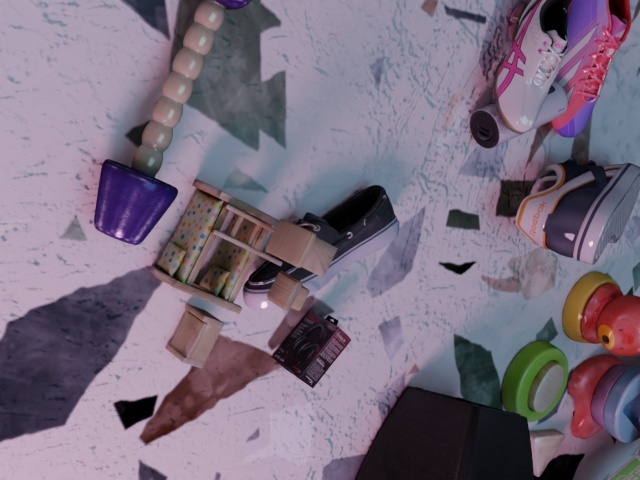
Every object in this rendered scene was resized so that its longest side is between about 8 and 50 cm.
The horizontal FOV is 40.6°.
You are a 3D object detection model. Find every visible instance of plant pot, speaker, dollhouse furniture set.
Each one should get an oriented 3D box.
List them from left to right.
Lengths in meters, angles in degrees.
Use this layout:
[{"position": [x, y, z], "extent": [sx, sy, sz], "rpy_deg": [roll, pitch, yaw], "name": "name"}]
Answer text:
[{"position": [-0.099, 0.050, 0.877], "extent": [0.101, 0.161, 0.182], "rpy_deg": [27, 88, -41], "name": "dollhouse furniture set"}, {"position": [0.184, 0.301, 1.186], "extent": [0.188, 0.187, 0.167], "rpy_deg": [22, 81, -40], "name": "plant pot"}, {"position": [0.263, -0.168, 1.149], "extent": [0.136, 0.055, 0.055], "rpy_deg": [-25, 120, -28], "name": "speaker"}]

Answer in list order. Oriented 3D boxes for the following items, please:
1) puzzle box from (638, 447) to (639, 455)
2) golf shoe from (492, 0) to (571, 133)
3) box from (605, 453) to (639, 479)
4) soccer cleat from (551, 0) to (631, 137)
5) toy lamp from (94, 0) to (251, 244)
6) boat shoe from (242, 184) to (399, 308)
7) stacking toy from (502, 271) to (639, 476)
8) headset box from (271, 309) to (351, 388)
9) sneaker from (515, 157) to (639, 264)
[{"position": [0.676, 0.282, 1.562], "extent": [0.408, 0.052, 0.272], "rpy_deg": [-23, 124, -47], "name": "puzzle box"}, {"position": [0.267, -0.227, 1.082], "extent": [0.067, 0.086, 0.186], "rpy_deg": [15, 80, -22], "name": "golf shoe"}, {"position": [0.491, 0.518, 1.381], "extent": [0.262, 0.127, 0.231], "rpy_deg": [-42, 118, 3], "name": "box"}, {"position": [0.369, -0.258, 1.171], "extent": [0.083, 0.095, 0.248], "rpy_deg": [-4, 108, -37], "name": "soccer cleat"}, {"position": [-0.144, -0.129, 0.831], "extent": [0.080, 0.080, 0.275], "rpy_deg": [20, 94, -41], "name": "toy lamp"}, {"position": [0.000, 0.000, 0.993], "extent": [0.228, 0.080, 0.076], "rpy_deg": [-27, 115, -29], "name": "boat shoe"}, {"position": [0.445, 0.243, 1.392], "extent": [0.279, 0.130, 0.309], "rpy_deg": [-37, 125, -22], "name": "stacking toy"}, {"position": [-0.008, 0.126, 1.040], "extent": [0.083, 0.062, 0.032], "rpy_deg": [-51, 130, -11], "name": "headset box"}, {"position": [0.378, -0.058, 1.246], "extent": [0.321, 0.127, 0.126], "rpy_deg": [-19, 127, -59], "name": "sneaker"}]
